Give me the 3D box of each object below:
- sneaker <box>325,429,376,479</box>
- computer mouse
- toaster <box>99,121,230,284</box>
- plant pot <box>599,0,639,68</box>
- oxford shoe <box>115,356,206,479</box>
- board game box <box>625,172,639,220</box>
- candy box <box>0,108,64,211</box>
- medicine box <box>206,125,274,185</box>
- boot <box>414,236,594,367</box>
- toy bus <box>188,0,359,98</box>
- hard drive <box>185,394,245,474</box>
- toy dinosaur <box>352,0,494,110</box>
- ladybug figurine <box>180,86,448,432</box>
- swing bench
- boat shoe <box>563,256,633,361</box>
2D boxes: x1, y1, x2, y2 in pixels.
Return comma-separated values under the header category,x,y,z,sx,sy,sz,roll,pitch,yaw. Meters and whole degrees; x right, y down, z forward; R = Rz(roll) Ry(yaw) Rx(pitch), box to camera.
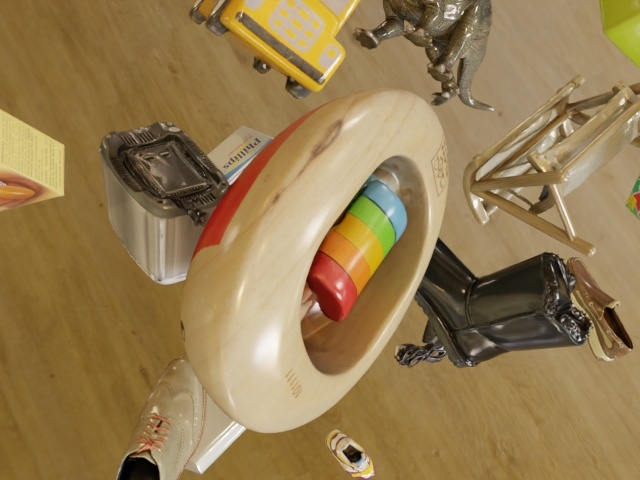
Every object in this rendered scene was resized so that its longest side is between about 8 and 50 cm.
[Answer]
category,x,y,z,sx,sy,sz,roll,pitch,yaw
sneaker,0.087,0.545,1.625,0.069,0.084,0.185,-50,117,-14
computer mouse,0.283,0.170,1.478,0.272,0.189,0.072,-53,55,23
toaster,-0.205,-0.045,0.886,0.129,0.146,0.227,-22,51,-33
plant pot,0.607,-0.424,1.084,0.207,0.228,0.227,-19,59,48
oxford shoe,-0.290,0.371,1.205,0.123,0.130,0.348,11,62,1
board game box,0.526,-0.110,0.936,0.039,0.259,0.124,-10,45,-15
candy box,-0.293,-0.071,0.479,0.109,0.187,0.053,-13,70,17
medicine box,-0.208,-0.115,1.811,0.263,0.289,0.149,-45,47,-19
boot,0.226,0.049,0.893,0.207,0.094,0.246,-28,91,43
toy bus,-0.051,-0.248,0.682,0.108,0.332,0.130,34,98,-25
hard drive,-0.255,0.423,1.653,0.233,0.353,0.047,1,118,41
toy dinosaur,0.138,-0.257,0.738,0.121,0.314,0.160,8,70,59
ladybug figurine,0.000,0.000,0.750,0.162,0.305,0.449,14,50,35
swing bench,0.392,-0.135,1.056,0.253,0.165,0.255,-39,29,-14
boat shoe,0.655,0.151,1.542,0.095,0.095,0.257,-30,81,48
